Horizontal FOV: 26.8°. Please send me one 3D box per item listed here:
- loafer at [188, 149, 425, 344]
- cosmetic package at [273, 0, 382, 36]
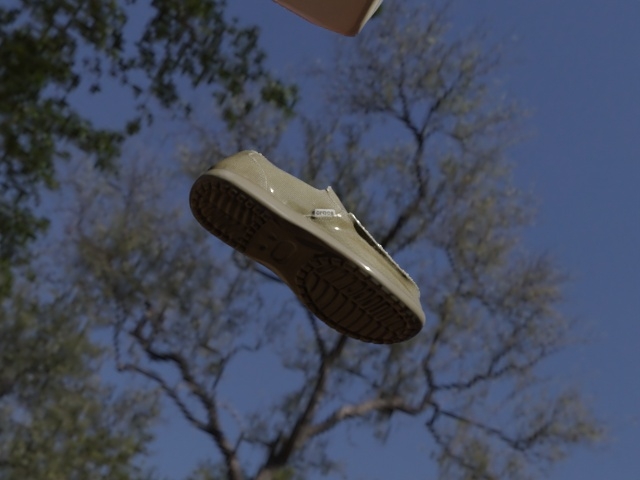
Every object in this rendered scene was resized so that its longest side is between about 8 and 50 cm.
[{"bbox_3d":[0.000,0.000,0.719,0.148,0.050,0.056,39,-44,-16],"label":"loafer"},{"bbox_3d":[0.023,-0.225,0.313,0.160,0.113,0.309,29,-63,-2],"label":"cosmetic package"}]
